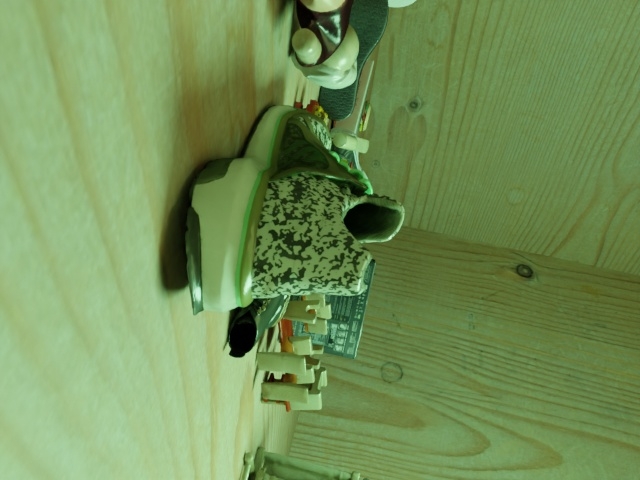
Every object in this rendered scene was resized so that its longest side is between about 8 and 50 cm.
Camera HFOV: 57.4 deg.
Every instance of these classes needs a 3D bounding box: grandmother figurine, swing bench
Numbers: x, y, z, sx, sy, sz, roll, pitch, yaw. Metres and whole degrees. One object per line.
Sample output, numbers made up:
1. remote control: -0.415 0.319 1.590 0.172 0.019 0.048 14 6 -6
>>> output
1. grandmother figurine: 0.008 -0.287 0.658 0.342 0.104 0.208 82 30 -70
2. swing bench: -0.048 0.568 1.273 0.255 0.253 0.165 85 18 -73

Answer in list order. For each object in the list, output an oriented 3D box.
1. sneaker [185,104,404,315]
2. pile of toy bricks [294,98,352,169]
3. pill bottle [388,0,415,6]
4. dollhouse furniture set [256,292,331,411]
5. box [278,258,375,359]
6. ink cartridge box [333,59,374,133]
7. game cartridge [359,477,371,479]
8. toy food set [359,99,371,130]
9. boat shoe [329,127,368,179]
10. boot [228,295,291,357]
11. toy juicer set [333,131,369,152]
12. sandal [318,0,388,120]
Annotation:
1. sneaker: -0.003 -0.035 0.632 0.410 0.182 0.158 -70 171 -63
2. pile of toy bricks: -0.002 -0.114 0.926 0.118 0.105 0.212 -33 135 -84
3. pill bottle: 0.196 -0.710 1.343 0.176 0.176 0.319 87 16 -74
4. dollhouse furniture set: -0.065 0.230 1.206 0.262 0.135 0.259 -71 161 -56
5. box: 0.015 0.139 1.341 0.059 0.183 0.233 -31 133 -85
6. ink cartridge box: 0.088 -0.395 1.574 0.261 0.066 0.296 97 6 -57
7. game cartridge: 0.087 0.665 1.278 0.294 0.060 0.196 48 58 -84
8. toy food set: 0.129 -0.355 1.674 0.083 0.020 0.083 -73 176 -52
9. boat shoe: 0.048 -0.159 1.535 0.335 0.121 0.119 68 41 -63
10. boot: -0.069 0.051 0.787 0.137 0.076 0.198 -52 153 -68
11. toy juicer set: -0.004 -0.100 1.158 0.209 0.089 0.329 48 62 -69
12. sandal: 0.056 -0.361 1.131 0.054 0.097 0.255 -61 173 -72
